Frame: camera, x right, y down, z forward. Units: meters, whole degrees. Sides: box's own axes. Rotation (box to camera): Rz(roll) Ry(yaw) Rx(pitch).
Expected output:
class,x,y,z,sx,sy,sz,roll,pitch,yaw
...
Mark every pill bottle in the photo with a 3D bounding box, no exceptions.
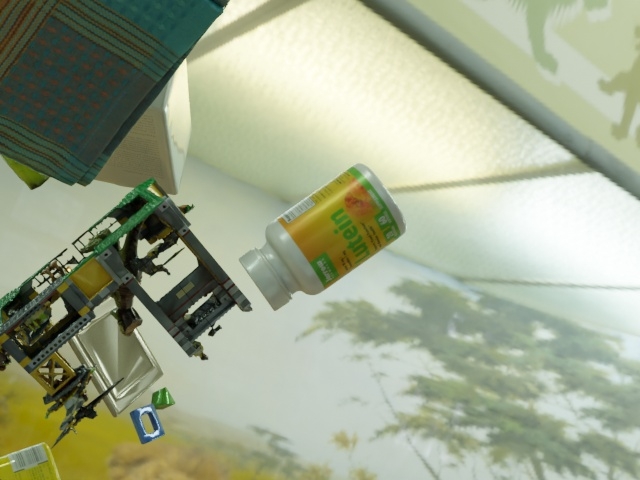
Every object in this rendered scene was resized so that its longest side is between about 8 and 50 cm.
class,x,y,z,sx,sy,sz,roll,pitch,yaw
pill bottle,0.000,0.000,1.361,0.136,0.245,0.136,54,-5,7

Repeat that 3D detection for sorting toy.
class,x,y,z,sx,sy,sz,roll,pitch,yaw
sorting toy,-0.379,0.204,1.564,0.047,0.348,0.196,-26,7,22

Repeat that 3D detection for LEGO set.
class,x,y,z,sx,sy,sz,roll,pitch,yaw
LEGO set,-0.238,0.089,1.062,0.192,0.331,0.255,53,-20,-19

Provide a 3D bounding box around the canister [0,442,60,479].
class,x,y,z,sx,sy,sz,roll,pitch,yaw
canister,-0.367,0.304,0.947,0.170,0.126,0.073,-15,-21,-27

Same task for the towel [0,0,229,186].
class,x,y,z,sx,sy,sz,roll,pitch,yaw
towel,-0.295,-0.203,0.755,0.370,0.271,0.040,25,30,-39

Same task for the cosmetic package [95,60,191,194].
class,x,y,z,sx,sy,sz,roll,pitch,yaw
cosmetic package,-0.368,-0.242,1.602,0.230,0.162,0.453,11,-16,-4

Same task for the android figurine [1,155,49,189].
class,x,y,z,sx,sy,sz,roll,pitch,yaw
android figurine,-0.475,-0.187,1.178,0.273,0.056,0.248,53,-13,-28
